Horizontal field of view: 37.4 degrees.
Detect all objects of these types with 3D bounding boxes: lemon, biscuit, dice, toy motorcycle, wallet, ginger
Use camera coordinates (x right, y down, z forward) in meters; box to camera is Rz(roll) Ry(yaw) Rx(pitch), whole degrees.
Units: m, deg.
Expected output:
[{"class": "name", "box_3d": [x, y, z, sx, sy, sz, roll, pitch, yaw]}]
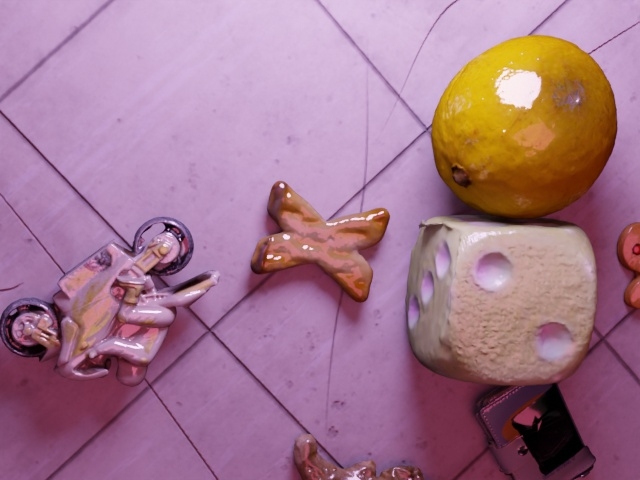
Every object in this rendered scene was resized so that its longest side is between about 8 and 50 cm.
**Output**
[{"class": "lemon", "box_3d": [0.322, -0.177, 1.490, 0.296, 0.297, 0.297, -1, 97, -9]}, {"class": "biscuit", "box_3d": [0.000, 0.001, 1.573, 0.207, 0.047, 0.164, 15, 95, -11]}, {"class": "dice", "box_3d": [0.284, 0.090, 1.527, 0.254, 0.252, 0.250, 1, 96, -10]}, {"class": "toy motorcycle", "box_3d": [-0.321, 0.119, 1.503, 0.340, 0.108, 0.223, -34, 101, -3]}, {"class": "wallet", "box_3d": [0.380, 0.345, 1.668, 0.170, 0.069, 0.231, -29, 102, -10]}, {"class": "biscuit", "box_3d": [0.623, 0.073, 1.692, 0.165, 0.036, 0.250, -39, 101, -4]}, {"class": "ginger", "box_3d": [0.095, 0.455, 1.626, 0.332, 0.080, 0.166, 19, 81, -14]}]
